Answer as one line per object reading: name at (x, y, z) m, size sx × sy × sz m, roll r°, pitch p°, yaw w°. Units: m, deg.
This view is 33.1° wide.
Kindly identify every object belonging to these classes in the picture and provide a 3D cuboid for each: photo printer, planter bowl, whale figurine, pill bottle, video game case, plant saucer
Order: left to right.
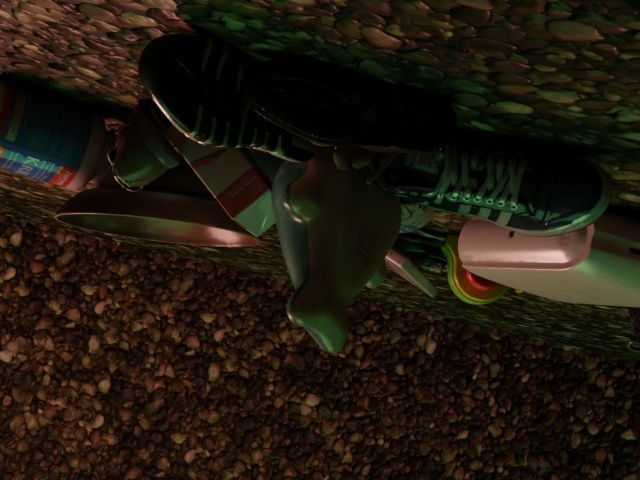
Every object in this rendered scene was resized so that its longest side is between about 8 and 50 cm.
pill bottle at (-0.392, -0.146, 1.584) m, size 0.221 × 0.124 × 0.124 m, roll 17°, pitch 171°, yaw -27°
plant saucer at (-0.241, -0.035, 1.629) m, size 0.311 × 0.050 × 0.310 m, roll 6°, pitch 175°, yaw 1°
planter bowl at (-0.160, -0.096, 1.674) m, size 0.217 × 0.090 × 0.217 m, roll 13°, pitch 171°, yaw 2°
whale figurine at (0.000, 0.000, 1.321) m, size 0.141 × 0.272 × 0.216 m, roll -5°, pitch 148°, yaw 32°
video game case at (0.120, 0.026, 2.023) m, size 0.183 × 0.023 × 0.201 m, roll 34°, pitch 178°, yaw 29°
photo printer at (0.392, 0.029, 1.590) m, size 0.256 × 0.107 × 0.307 m, roll 17°, pitch 171°, yaw -29°

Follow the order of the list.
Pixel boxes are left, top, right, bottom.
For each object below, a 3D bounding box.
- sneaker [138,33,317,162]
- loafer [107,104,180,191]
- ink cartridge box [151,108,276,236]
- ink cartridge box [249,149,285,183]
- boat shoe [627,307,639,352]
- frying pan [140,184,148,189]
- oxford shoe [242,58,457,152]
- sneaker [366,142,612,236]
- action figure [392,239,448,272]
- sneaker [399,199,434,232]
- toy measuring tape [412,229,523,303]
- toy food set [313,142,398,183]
sneaker at (-0.137, -0.152, 1.207) m, size 0.162 × 0.106 × 0.281 m, roll 11°, pitch 173°, yaw 37°
loafer at (-0.250, -0.121, 1.452) m, size 0.094 × 0.087 × 0.251 m, roll 54°, pitch 176°, yaw -11°
ink cartridge box at (-0.132, -0.108, 1.430) m, size 0.198 × 0.067 × 0.115 m, roll 51°, pitch -177°, yaw 17°
ink cartridge box at (-0.001, -0.077, 1.561) m, size 0.148 × 0.086 × 0.203 m, roll 10°, pitch 172°, yaw 23°
boat shoe at (0.630, 0.149, 1.895) m, size 0.187 × 0.156 × 0.500 m, roll 9°, pitch 173°, yaw 13°
frying pan at (-0.335, -0.116, 2.004) m, size 0.326 × 0.053 × 0.197 m, roll 13°, pitch 172°, yaw -24°
oxford shoe at (0.023, -0.133, 1.154) m, size 0.227 × 0.083 × 0.096 m, roll 16°, pitch 176°, yaw -11°
sneaker at (0.181, -0.075, 1.243) m, size 0.282 × 0.099 × 0.153 m, roll 10°, pitch 173°, yaw 41°
action figure at (0.196, 0.039, 2.174) m, size 0.232 × 0.063 × 0.137 m, roll 17°, pitch 175°, yaw -1°
sneaker at (0.116, -0.061, 1.512) m, size 0.086 × 0.085 × 0.237 m, roll 0°, pitch 170°, yaw 28°
toy measuring tape at (0.230, 0.047, 1.965) m, size 0.330 × 0.121 × 0.121 m, roll 14°, pitch 172°, yaw -2°
toy food set at (0.028, -0.124, 1.219) m, size 0.122 × 0.078 × 0.019 m, roll 44°, pitch 170°, yaw -7°
